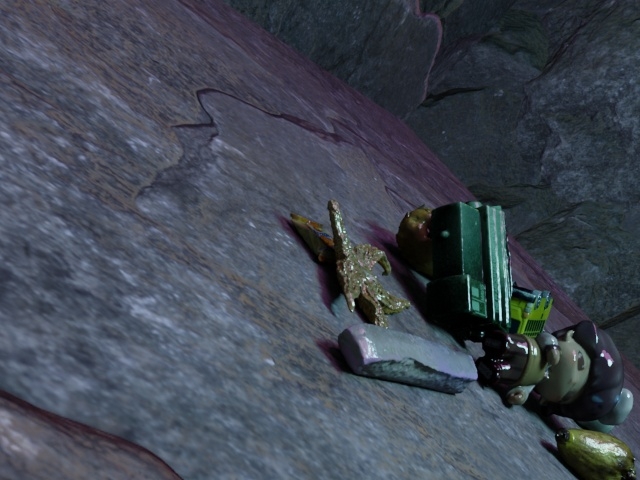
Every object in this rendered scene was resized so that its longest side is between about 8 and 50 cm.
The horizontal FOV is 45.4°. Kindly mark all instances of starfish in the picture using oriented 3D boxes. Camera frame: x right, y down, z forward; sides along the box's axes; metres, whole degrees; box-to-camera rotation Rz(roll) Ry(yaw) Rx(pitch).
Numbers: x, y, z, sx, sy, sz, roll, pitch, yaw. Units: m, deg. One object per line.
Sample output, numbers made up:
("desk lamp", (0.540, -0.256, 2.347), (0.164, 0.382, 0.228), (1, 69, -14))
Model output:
("starfish", (0.081, 0.080, 1.403), (0.299, 0.060, 0.302), (55, 20, -24))

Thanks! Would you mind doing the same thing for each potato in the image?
("potato", (0.312, 0.020, 1.901), (0.300, 0.173, 0.140), (32, 40, -34))

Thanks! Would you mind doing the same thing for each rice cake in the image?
("rice cake", (0.154, 0.202, 1.265), (0.399, 0.064, 0.070), (23, 36, -51))

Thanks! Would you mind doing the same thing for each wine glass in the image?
("wine glass", (0.641, 0.402, 1.897), (0.195, 0.079, 0.079), (40, 17, -10))

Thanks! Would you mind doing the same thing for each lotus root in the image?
("lotus root", (0.551, 0.434, 1.565), (0.190, 0.108, 0.094), (30, -10, -4))

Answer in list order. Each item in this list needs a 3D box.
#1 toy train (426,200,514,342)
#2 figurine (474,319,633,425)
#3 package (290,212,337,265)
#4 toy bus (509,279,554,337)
("toy train", (0.324, 0.057, 1.687), (0.178, 0.138, 0.330), (19, 63, -42))
("figurine", (0.508, 0.272, 1.635), (0.206, 0.218, 0.365), (-2, -13, 44))
("package", (0.001, 0.002, 1.454), (0.108, 0.031, 0.121), (21, 27, -53))
("toy bus", (0.517, 0.186, 2.009), (0.128, 0.150, 0.262), (19, 3, 28))
